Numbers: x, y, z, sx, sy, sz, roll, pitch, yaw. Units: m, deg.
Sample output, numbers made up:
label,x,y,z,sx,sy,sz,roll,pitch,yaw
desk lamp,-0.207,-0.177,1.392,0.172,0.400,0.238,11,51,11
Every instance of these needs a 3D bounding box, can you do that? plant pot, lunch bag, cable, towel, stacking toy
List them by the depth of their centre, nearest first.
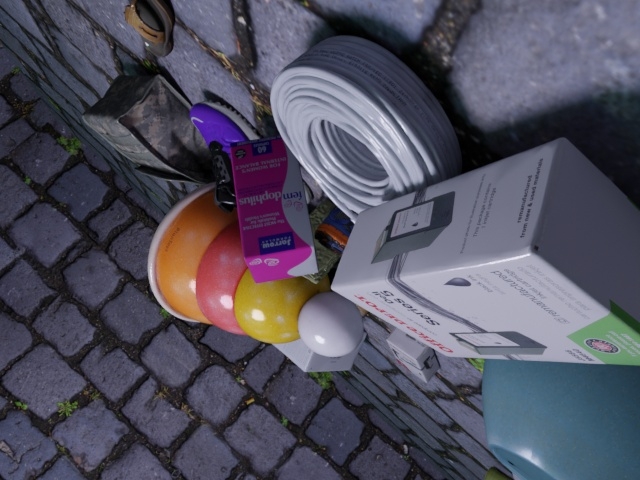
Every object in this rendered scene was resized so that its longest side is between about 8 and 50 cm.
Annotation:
label,x,y,z,sx,sy,sz,roll,pitch,yaw
cable,0.054,-0.121,0.630,0.257,0.089,0.257,44,163,-3
plant pot,0.316,0.211,0.631,0.290,0.195,0.290,36,162,13
towel,0.000,0.000,0.949,0.110,0.148,0.027,35,168,28
stacking toy,-0.101,0.102,1.058,0.480,0.350,0.350,30,159,42
lunch bag,-0.370,-0.233,1.212,0.235,0.168,0.287,20,160,46
plant pot,0.594,0.800,1.701,0.079,0.083,0.083,4,140,46

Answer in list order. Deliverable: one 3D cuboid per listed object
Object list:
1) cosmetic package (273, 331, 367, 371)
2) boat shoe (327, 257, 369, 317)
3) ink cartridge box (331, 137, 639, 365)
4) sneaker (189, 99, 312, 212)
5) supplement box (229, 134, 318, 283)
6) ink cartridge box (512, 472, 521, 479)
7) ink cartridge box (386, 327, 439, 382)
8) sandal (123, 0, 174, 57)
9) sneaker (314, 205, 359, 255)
label,x,y,z,sx,sy,sz,roll,pitch,yaw
cosmetic package,-0.024,0.280,1.572,0.225,0.138,0.224,28,-172,39
boat shoe,-0.013,0.144,1.334,0.187,0.156,0.500,45,165,-11
ink cartridge box,0.172,0.034,0.524,0.198,0.114,0.273,32,156,-22
sneaker,-0.165,-0.136,0.997,0.293,0.146,0.102,43,164,-2
supplement box,-0.077,-0.054,0.863,0.114,0.111,0.219,83,175,-66
ink cartridge box,0.577,0.647,1.363,0.109,0.062,0.209,28,158,40
ink cartridge box,0.227,0.277,1.269,0.099,0.056,0.135,30,160,40
sandal,-0.298,-0.371,0.874,0.090,0.060,0.219,45,164,-5
sneaker,0.100,0.008,0.864,0.221,0.087,0.083,31,166,-24
